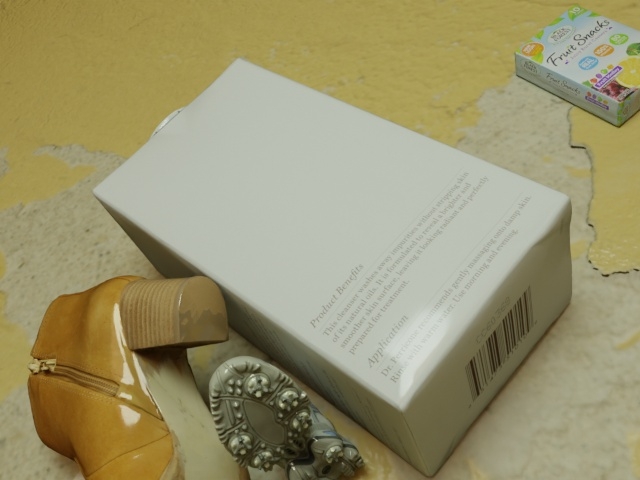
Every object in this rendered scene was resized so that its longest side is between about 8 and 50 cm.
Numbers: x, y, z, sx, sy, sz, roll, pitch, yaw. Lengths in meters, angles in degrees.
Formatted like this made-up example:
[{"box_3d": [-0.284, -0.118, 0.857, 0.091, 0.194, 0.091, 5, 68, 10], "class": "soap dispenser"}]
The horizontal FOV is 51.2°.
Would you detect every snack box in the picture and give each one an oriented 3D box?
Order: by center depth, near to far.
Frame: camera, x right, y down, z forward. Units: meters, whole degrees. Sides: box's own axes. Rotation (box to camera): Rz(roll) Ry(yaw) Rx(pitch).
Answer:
[{"box_3d": [0.299, -0.194, 0.728, 0.100, 0.037, 0.141, -38, 52, -12], "class": "snack box"}]

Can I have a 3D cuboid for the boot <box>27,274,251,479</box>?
[{"box_3d": [-0.164, 0.175, 0.545, 0.211, 0.104, 0.295, -15, 70, 38], "class": "boot"}]

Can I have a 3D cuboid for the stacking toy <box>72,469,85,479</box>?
[{"box_3d": [-0.242, 0.317, 0.471, 0.279, 0.130, 0.309, -41, 53, -13], "class": "stacking toy"}]

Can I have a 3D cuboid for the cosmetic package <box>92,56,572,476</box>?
[{"box_3d": [0.000, 0.000, 0.613, 0.385, 0.156, 0.217, 32, 69, 35], "class": "cosmetic package"}]

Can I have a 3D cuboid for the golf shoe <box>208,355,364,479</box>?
[{"box_3d": [-0.039, 0.134, 0.514, 0.069, 0.176, 0.086, -39, 41, -7], "class": "golf shoe"}]
